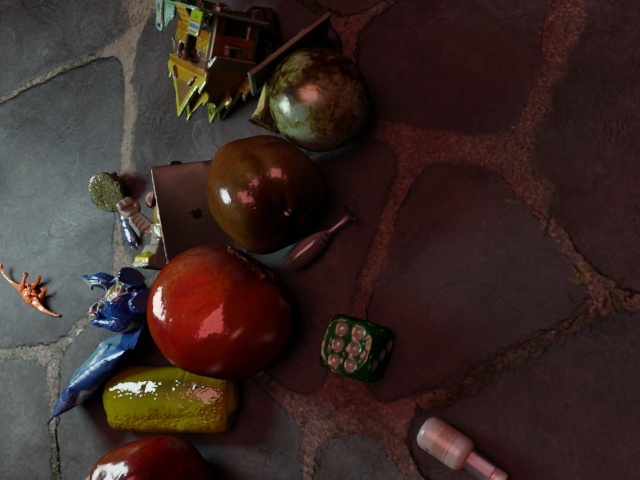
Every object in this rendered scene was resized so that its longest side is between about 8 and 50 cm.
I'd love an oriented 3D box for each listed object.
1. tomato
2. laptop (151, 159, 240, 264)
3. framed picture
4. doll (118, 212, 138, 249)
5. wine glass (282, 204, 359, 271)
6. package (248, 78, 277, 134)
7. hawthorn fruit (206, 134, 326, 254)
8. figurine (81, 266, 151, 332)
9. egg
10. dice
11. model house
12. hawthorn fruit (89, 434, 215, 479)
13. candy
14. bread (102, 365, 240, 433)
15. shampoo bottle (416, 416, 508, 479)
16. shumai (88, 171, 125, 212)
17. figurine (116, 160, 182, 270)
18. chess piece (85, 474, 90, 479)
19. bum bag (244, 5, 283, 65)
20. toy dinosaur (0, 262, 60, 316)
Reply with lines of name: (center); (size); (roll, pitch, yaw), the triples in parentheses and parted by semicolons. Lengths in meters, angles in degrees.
tomato: (-0.227, 0.165, 1.573); (0.325, 0.293, 0.290); (38, 95, 22)
laptop: (-0.311, -0.065, 1.716); (0.187, 0.015, 0.269); (-10, 86, -21)
framed picture: (-0.077, -0.462, 1.698); (0.250, 0.184, 0.016); (-39, 90, -5)
doll: (-0.537, -0.033, 1.913); (0.037, 0.027, 0.125); (-29, 70, 16)
wine glass: (0.000, 0.000, 1.638); (0.198, 0.066, 0.066); (-39, 65, 11)
package: (-0.127, -0.340, 1.754); (0.031, 0.108, 0.121); (20, 86, 35)
hawthorn fruit: (-0.147, -0.124, 1.625); (0.268, 0.268, 0.301); (-53, 51, 4)
figurine: (-0.530, 0.159, 1.806); (0.262, 0.120, 0.164); (-10, 86, 43)
egg: (-0.007, -0.344, 1.631); (0.238, 0.238, 0.289); (-35, 47, 13)
dice: (0.078, 0.237, 1.509); (0.131, 0.120, 0.128); (16, 85, 28)
model house: (-0.344, -0.486, 1.809); (0.357, 0.242, 0.313); (33, 114, 41)
hawthorn fruit: (-0.396, 0.571, 1.536); (0.265, 0.307, 0.265); (-20, 63, 45)
candy: (-0.576, 0.332, 1.771); (0.331, 0.187, 0.077); (-44, 104, 10)
bread: (-0.379, 0.391, 1.684); (0.383, 0.112, 0.166); (-5, 75, 23)
shampoo bottle: (0.291, 0.436, 1.388); (0.192, 0.074, 0.074); (29, 90, 26)
shumai: (-0.599, -0.147, 1.944); (0.099, 0.087, 0.124); (-8, 118, 5)
figurine: (-0.377, -0.056, 1.775); (0.308, 0.143, 0.308); (4, 79, -20)
chess piece: (-0.591, 0.673, 1.727); (0.094, 0.094, 0.170); (18, 82, 27)
bum bag: (-0.151, -0.528, 1.833); (0.102, 0.069, 0.248); (-13, 67, -15)
toy dinosaur: (-0.857, 0.139, 1.997); (0.279, 0.055, 0.101); (43, 119, 24)
